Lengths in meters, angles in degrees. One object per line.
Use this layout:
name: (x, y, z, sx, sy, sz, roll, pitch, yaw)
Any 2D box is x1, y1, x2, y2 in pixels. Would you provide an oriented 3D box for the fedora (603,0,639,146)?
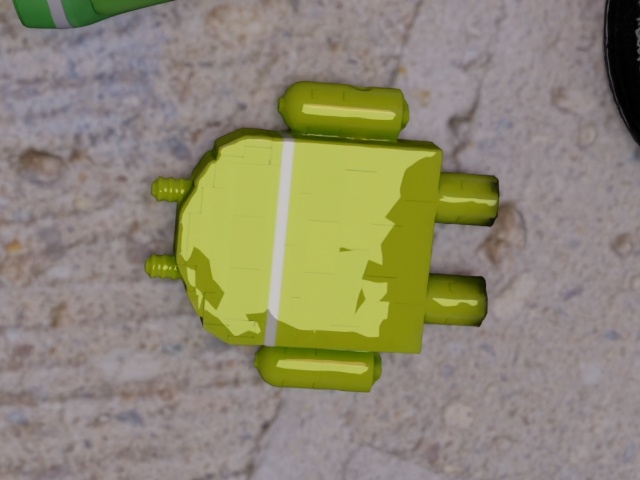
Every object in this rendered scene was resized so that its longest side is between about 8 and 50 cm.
fedora: (0.342, -0.165, 1.287, 0.334, 0.152, 0.334, 6, 104, 23)

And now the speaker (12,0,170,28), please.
speaker: (-0.085, -0.242, 1.293, 0.296, 0.131, 0.131, -14, 104, -3)

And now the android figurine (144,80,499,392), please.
android figurine: (0.000, 0.000, 1.393, 0.272, 0.056, 0.248, 2, 103, -7)
